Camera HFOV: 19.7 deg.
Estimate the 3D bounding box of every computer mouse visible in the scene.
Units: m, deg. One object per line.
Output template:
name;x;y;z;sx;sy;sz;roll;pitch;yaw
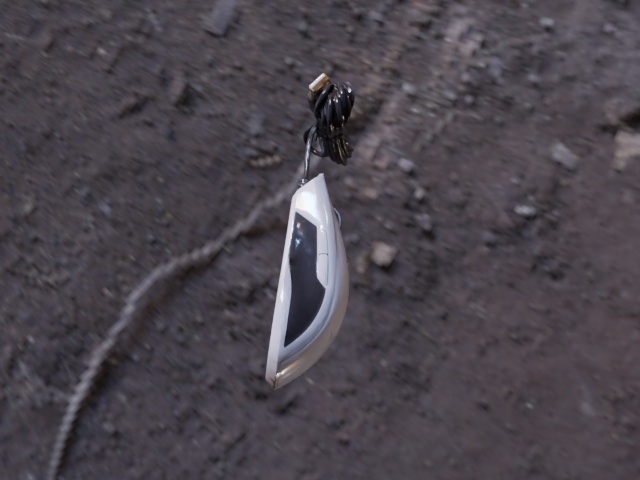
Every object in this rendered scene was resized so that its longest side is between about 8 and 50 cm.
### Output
computer mouse;0.000;0.000;1.106;0.042;0.106;0.193;9;69;-1
